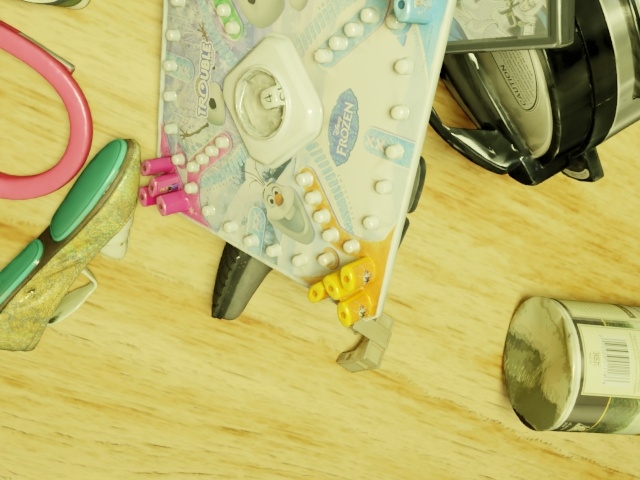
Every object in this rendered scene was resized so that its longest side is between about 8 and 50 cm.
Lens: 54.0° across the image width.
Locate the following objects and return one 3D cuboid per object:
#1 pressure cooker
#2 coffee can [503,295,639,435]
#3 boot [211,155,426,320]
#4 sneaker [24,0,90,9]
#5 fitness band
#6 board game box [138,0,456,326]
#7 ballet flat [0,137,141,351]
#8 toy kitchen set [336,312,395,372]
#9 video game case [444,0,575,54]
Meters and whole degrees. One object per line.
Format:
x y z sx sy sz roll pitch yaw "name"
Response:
0.276 -0.287 0.718 0.420 0.369 0.375 -30 152 1 "pressure cooker"
0.453 0.195 0.958 0.276 0.201 0.201 6 104 -10 "coffee can"
0.000 0.000 0.887 0.223 0.118 0.338 25 104 -19 "boot"
-0.379 -0.326 0.748 0.192 0.086 0.064 12 103 -11 "sneaker"
-0.435 -0.175 0.800 0.291 0.054 0.209 30 99 -14 "fitness band"
-0.066 -0.150 0.690 0.050 0.390 0.389 -22 130 -47 "board game box"
-0.331 0.016 0.847 0.123 0.123 0.348 41 95 -16 "ballet flat"
0.058 0.150 0.975 0.068 0.075 0.083 36 58 -19 "toy kitchen set"
0.095 -0.304 0.550 0.035 0.248 0.274 -27 117 -43 "video game case"
